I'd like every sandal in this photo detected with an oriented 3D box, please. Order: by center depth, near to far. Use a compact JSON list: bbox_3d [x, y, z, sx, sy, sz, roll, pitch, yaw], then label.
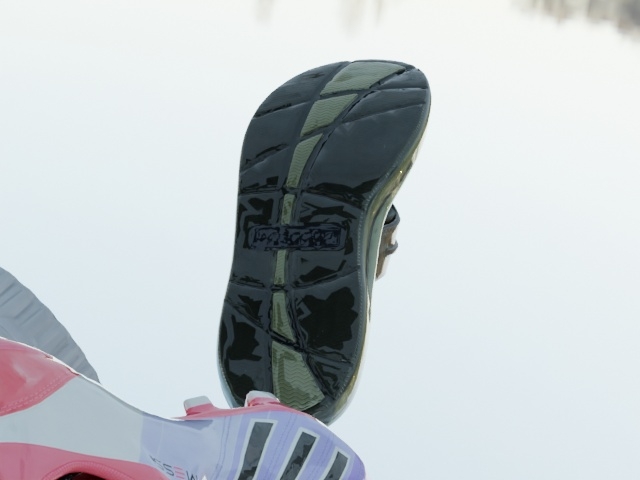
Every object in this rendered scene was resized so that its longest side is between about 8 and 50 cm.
[{"bbox_3d":[-0.002,0.001,1.166,0.120,0.303,0.086,7,149,16],"label":"sandal"}]

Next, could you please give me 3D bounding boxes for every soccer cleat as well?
[{"bbox_3d":[-0.057,0.102,0.662,0.248,0.083,0.095,26,-156,-48],"label":"soccer cleat"}]

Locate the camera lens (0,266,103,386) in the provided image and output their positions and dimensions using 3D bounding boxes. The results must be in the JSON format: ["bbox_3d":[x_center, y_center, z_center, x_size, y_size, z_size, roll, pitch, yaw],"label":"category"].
[{"bbox_3d":[-0.261,0.147,0.882,0.219,0.219,0.274,17,-137,30],"label":"camera lens"}]
